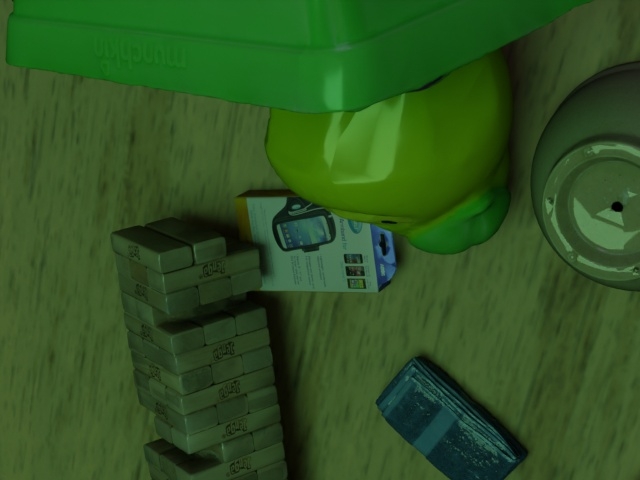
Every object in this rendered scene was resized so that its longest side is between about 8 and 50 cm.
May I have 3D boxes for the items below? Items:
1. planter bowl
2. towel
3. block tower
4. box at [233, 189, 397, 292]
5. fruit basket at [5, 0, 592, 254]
[{"bbox_3d":[0.212,-0.034,0.979,0.162,0.109,0.162,9,110,25],"label":"planter bowl"},{"bbox_3d":[0.102,0.152,1.146,0.119,0.029,0.067,42,121,9],"label":"towel"},{"bbox_3d":[-0.092,0.152,1.192,0.097,0.091,0.335,20,121,55],"label":"block tower"},{"bbox_3d":[0.000,0.000,1.149,0.136,0.028,0.081,0,107,25],"label":"box"},{"bbox_3d":[-0.002,-0.127,0.944,0.392,0.283,0.392,31,135,37],"label":"fruit basket"}]
